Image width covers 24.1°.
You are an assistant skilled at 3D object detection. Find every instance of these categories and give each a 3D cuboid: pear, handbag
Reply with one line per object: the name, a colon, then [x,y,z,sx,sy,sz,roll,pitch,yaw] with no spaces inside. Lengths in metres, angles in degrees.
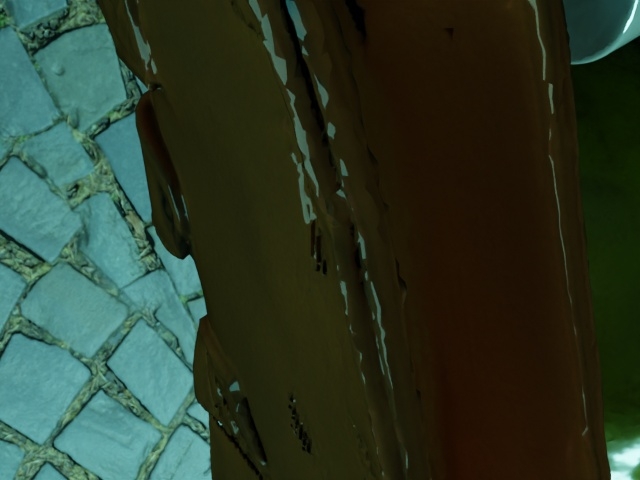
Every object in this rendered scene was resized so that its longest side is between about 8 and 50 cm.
pear: [0.137,-0.005,0.840,0.253,0.253,0.307,72,173,-47]
handbag: [0.000,0.000,0.670,0.303,0.116,0.410,35,141,59]

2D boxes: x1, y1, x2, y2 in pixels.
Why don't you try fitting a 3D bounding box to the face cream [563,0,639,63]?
face cream: [0.122,-0.204,0.568,0.218,0.179,0.218,54,167,19]
